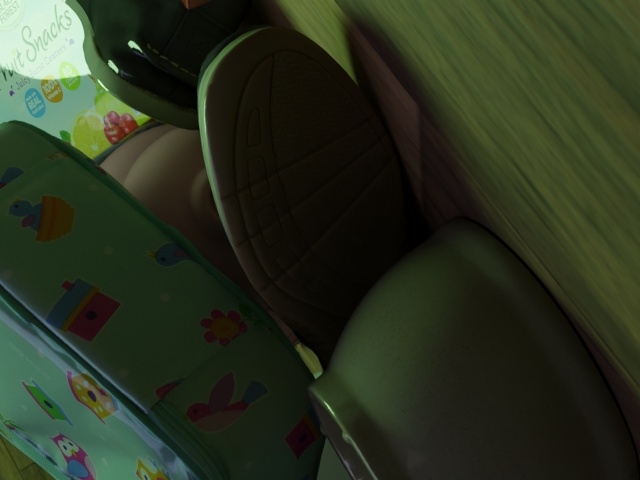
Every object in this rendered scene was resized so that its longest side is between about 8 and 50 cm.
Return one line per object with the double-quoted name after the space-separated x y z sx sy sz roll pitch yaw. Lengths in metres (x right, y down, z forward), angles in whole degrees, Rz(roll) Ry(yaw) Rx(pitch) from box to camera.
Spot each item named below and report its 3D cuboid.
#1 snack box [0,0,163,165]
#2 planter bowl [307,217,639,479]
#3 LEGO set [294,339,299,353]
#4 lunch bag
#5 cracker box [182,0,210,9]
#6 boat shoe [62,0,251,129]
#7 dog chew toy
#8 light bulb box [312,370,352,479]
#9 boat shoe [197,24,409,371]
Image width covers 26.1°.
-0.213 -0.153 1.174 0.207 0.070 0.174 -25 94 47 "snack box"
0.062 0.084 0.675 0.162 0.109 0.162 57 169 17 "planter bowl"
-0.033 0.100 1.471 0.054 0.023 0.083 59 157 -13 "LEGO set"
-0.124 0.083 0.815 0.279 0.108 0.224 40 148 19 "lunch bag"
-0.095 -0.238 0.621 0.232 0.067 0.155 57 171 11 "cracker box"
-0.126 -0.184 0.932 0.112 0.095 0.335 22 -162 -35 "boat shoe"
-0.088 0.007 0.977 0.206 0.207 0.332 59 162 4 "dog chew toy"
-0.040 0.377 1.317 0.361 0.358 0.225 60 173 -8 "light bulb box"
0.000 0.000 0.763 0.092 0.103 0.285 38 163 52 "boat shoe"
